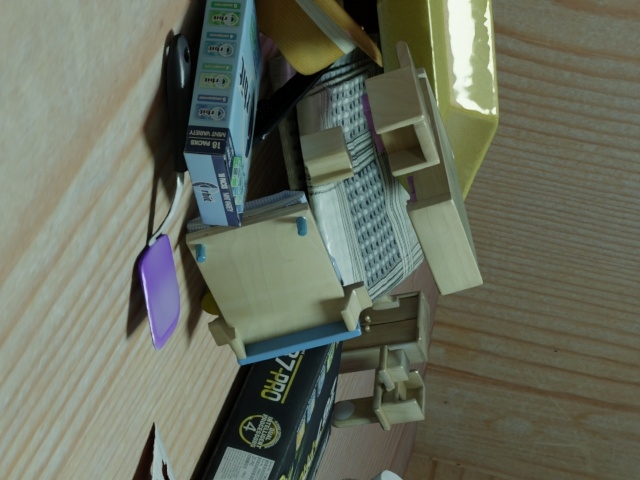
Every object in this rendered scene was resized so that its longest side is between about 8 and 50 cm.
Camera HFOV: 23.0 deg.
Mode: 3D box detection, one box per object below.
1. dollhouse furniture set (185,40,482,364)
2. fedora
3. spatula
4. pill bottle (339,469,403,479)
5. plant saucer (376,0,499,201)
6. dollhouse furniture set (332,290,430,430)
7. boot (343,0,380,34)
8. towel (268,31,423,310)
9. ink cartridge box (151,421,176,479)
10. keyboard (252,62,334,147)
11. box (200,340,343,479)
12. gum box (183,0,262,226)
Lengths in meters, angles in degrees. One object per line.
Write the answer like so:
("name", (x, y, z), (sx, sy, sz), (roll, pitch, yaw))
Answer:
("dollhouse furniture set", (-0.019, -0.057, 1.620), (0.286, 0.303, 0.198), (65, 12, -46))
("fedora", (-0.018, -0.224, 1.602), (0.079, 0.194, 0.194), (-43, 172, 7))
("spatula", (-0.136, -0.046, 1.432), (0.084, 0.030, 0.296), (-58, 158, -64))
("pill bottle", (0.017, 0.435, 2.219), (0.264, 0.146, 0.146), (-39, -179, 17))
("plant saucer", (0.146, -0.231, 1.963), (0.333, 0.081, 0.333), (-58, 145, -57))
("dollhouse furniture set", (0.021, 0.052, 2.233), (0.355, 0.174, 0.303), (62, 24, -43))
("boot", (0.033, -0.332, 1.912), (0.207, 0.090, 0.248), (-43, 148, -51))
("towel", (0.044, -0.086, 1.875), (0.312, 0.056, 0.324), (-29, 110, -62))
("ink cartridge box", (-0.187, 0.328, 1.642), (0.181, 0.056, 0.224), (85, 2, -60))
("keyboard", (-0.060, -0.139, 1.624), (0.100, 0.038, 0.192), (-31, -168, 36))
("box", (-0.069, 0.294, 2.053), (0.318, 0.097, 0.395), (98, 10, -45))
("gum box", (-0.088, -0.128, 1.456), (0.157, 0.041, 0.184), (85, 10, -68))
